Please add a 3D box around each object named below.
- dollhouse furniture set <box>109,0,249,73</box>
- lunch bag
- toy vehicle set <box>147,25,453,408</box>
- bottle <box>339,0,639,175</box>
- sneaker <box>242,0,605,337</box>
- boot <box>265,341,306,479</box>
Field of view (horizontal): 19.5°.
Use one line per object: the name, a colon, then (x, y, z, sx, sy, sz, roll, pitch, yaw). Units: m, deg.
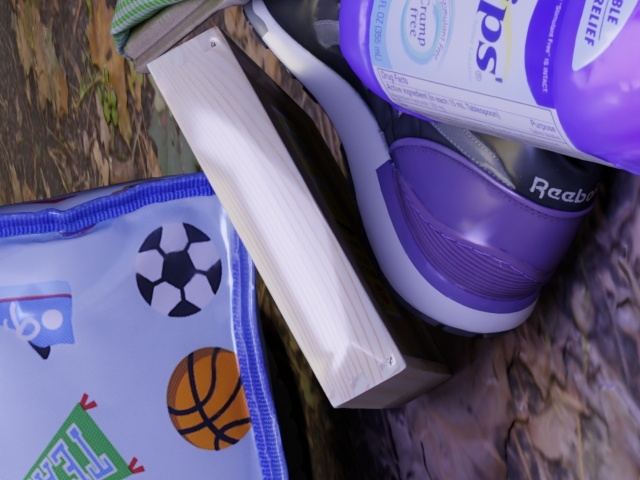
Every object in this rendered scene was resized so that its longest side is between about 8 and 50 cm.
dollhouse furniture set: (-0.086, -0.222, 0.880, 0.301, 0.151, 0.197, 156, 126, -64)
lunch bag: (-0.139, 0.167, 1.043, 0.328, 0.239, 0.385, -169, 68, -79)
toy vehicle set: (0.000, 0.000, 0.897, 0.166, 0.035, 0.267, 61, -175, 9)
bottle: (0.116, -0.081, 0.655, 0.283, 0.092, 0.118, 23, 94, 56)
sneaker: (0.055, -0.101, 0.880, 0.124, 0.107, 0.283, -59, 46, 40)
boot: (-0.233, 0.258, 1.273, 0.146, 0.445, 0.367, -152, 56, -66)
